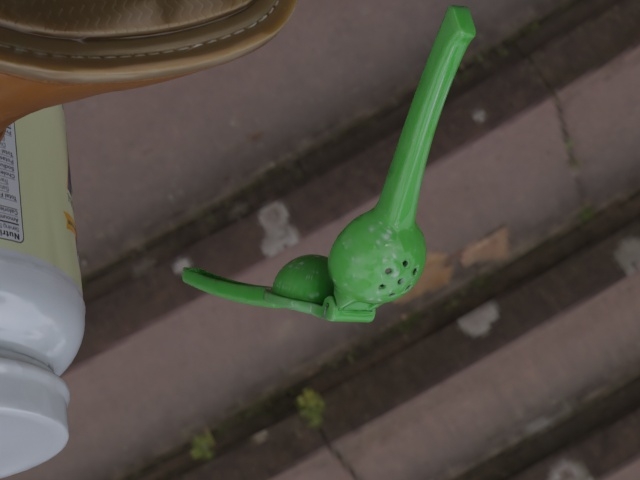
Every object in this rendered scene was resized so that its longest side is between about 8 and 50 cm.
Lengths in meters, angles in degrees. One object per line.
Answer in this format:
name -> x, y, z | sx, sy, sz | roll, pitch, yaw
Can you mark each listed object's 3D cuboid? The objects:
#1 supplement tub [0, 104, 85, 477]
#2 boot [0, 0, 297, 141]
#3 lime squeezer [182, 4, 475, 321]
supplement tub -> -0.279, -0.015, 0.979 | 0.235, 0.325, 0.235 | -8, 158, -3
boot -> -0.108, -0.048, 0.449 | 0.197, 0.073, 0.152 | -4, 160, -7
lime squeezer -> 0.000, 0.000, 0.851 | 0.059, 0.110, 0.310 | -17, 164, -40
